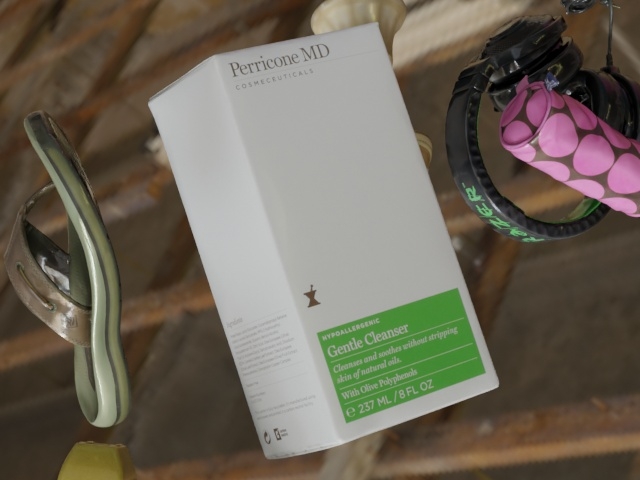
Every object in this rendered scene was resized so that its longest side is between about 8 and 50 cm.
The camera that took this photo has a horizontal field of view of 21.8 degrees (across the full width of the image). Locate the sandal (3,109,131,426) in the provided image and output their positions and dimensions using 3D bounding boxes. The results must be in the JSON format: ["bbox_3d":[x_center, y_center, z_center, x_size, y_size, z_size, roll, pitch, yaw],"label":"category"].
[{"bbox_3d":[-0.217,0.038,1.396,0.086,0.303,0.120,-11,-149,-14],"label":"sandal"}]

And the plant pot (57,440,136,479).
[{"bbox_3d":[-0.245,0.263,1.825,0.081,0.081,0.083,45,49,-82],"label":"plant pot"}]

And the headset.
[{"bbox_3d":[0.282,-0.180,2.050,0.185,0.243,0.394,-10,-133,61],"label":"headset"}]

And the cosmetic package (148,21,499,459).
[{"bbox_3d":[0.000,0.000,1.566,0.197,0.365,0.155,-17,177,-32],"label":"cosmetic package"}]

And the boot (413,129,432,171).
[{"bbox_3d":[0.074,0.000,1.822,0.262,0.095,0.203,89,1,-75],"label":"boot"}]

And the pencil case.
[{"bbox_3d":[0.305,-0.107,1.897,0.095,0.209,0.098,-44,-147,29],"label":"pencil case"}]

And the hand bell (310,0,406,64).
[{"bbox_3d":[0.067,-0.185,2.103,0.126,0.126,0.242,-32,-125,37],"label":"hand bell"}]
